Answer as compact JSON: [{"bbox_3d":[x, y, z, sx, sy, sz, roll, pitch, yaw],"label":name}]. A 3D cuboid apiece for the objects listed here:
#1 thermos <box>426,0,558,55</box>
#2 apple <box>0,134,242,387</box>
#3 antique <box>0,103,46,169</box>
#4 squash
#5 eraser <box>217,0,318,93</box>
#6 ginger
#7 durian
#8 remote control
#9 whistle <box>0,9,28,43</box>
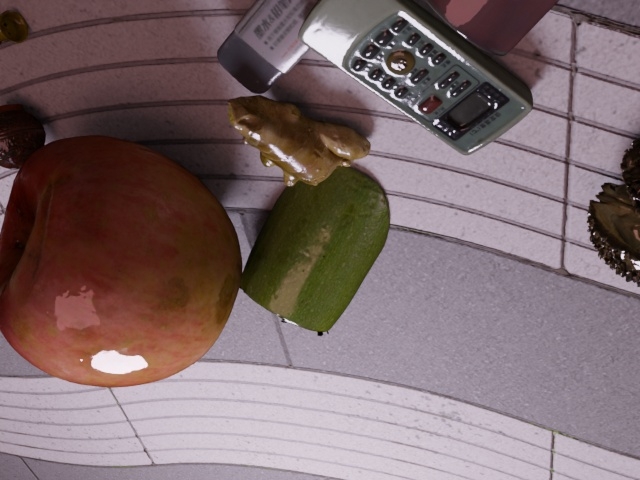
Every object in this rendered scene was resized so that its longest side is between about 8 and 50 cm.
[{"bbox_3d":[0.210,-0.330,0.665,0.176,0.146,0.265,50,126,9],"label":"thermos"},{"bbox_3d":[-0.292,0.033,1.050,0.363,0.364,0.364,11,134,12],"label":"apple"},{"bbox_3d":[-0.485,-0.161,1.119,0.104,0.104,0.104,11,134,12],"label":"antique"},{"bbox_3d":[0.000,0.000,1.131,0.189,0.189,0.261,27,100,-4],"label":"squash"},{"bbox_3d":[0.003,-0.300,0.819,0.089,0.061,0.352,39,134,-17],"label":"eraser"},{"bbox_3d":[-0.041,-0.135,0.974,0.205,0.081,0.115,18,161,-18],"label":"ginger"},{"bbox_3d":[0.427,-0.033,0.851,0.196,0.167,0.196,3,156,1],"label":"durian"},{"bbox_3d":[0.113,-0.204,0.836,0.285,0.038,0.123,29,137,-26],"label":"remote control"},{"bbox_3d":[-0.480,-0.305,1.023,0.109,0.046,0.057,0,146,30],"label":"whistle"}]
